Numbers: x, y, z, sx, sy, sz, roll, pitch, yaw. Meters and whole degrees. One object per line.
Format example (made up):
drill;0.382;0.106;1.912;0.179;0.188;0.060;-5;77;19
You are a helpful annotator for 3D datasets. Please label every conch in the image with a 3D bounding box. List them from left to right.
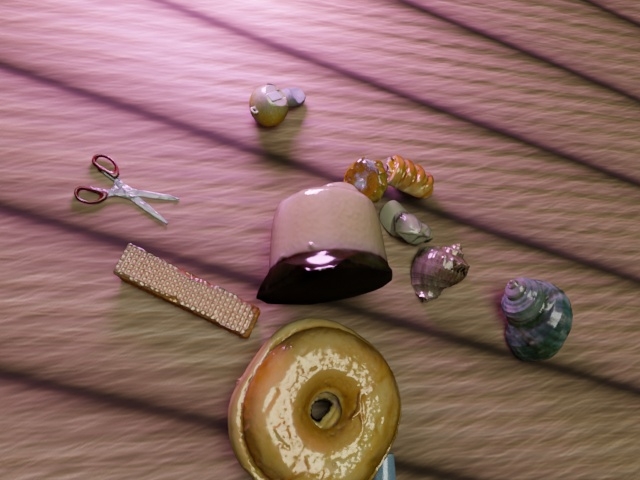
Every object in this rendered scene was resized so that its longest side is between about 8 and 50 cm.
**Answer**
conch;0.347;0.087;1.624;0.155;0.130;0.207;35;88;31
conch;0.633;0.216;1.630;0.220;0.195;0.277;-32;112;4

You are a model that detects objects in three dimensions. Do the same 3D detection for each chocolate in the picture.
chocolate;0.000;0.000;1.417;0.326;0.314;0.297;1;67;-38

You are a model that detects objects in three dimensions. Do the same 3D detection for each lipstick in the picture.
lipstick;0.162;0.685;1.385;0.068;0.061;0.274;6;72;-18

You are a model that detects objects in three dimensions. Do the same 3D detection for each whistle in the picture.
whistle;-0.130;-0.402;1.619;0.223;0.123;0.123;-33;85;-45

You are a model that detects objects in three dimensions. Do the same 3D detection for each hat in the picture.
hat;0.262;-0.057;1.642;0.122;0.081;0.166;-30;74;-25

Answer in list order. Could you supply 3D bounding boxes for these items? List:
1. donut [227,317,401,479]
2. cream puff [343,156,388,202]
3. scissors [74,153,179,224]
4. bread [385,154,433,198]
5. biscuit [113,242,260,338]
donut;-0.008;0.413;1.342;0.448;0.198;0.449;5;72;-17
cream puff;0.138;-0.173;1.619;0.146;0.116;0.146;-1;88;19
scissors;-0.506;-0.126;1.450;0.247;0.017;0.144;23;69;-11
bread;0.268;-0.195;1.664;0.177;0.084;0.119;24;27;-13
biscuit;-0.336;0.135;1.401;0.378;0.054;0.094;27;69;-8
